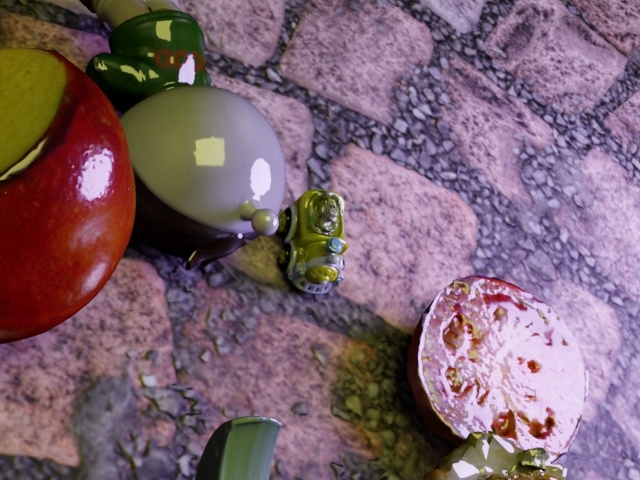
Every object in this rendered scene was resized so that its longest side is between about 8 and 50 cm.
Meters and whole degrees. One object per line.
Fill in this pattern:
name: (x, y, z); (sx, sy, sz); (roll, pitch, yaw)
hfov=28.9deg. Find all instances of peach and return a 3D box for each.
peach: (-0.299, -0.024, 1.081); (0.275, 0.249, 0.245); (-39, 108, -33)

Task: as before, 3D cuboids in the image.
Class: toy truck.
toy truck: (0.000, 0.000, 1.353); (0.076, 0.077, 0.111); (11, 57, -25)

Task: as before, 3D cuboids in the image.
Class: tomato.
tomato: (0.183, 0.154, 1.364); (0.225, 0.085, 0.225); (13, 61, -25)

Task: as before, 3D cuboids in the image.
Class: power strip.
power strip: (-0.069, 0.288, 1.071); (0.054, 0.167, 0.253); (4, 63, -21)

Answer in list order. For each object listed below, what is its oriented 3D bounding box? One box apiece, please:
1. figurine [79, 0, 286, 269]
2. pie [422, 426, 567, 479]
figurine: (-0.150, -0.132, 1.292); (0.281, 0.167, 0.370); (4, 54, -46)
pie: (0.181, 0.363, 1.192); (0.288, 0.103, 0.354); (-11, 81, -34)
